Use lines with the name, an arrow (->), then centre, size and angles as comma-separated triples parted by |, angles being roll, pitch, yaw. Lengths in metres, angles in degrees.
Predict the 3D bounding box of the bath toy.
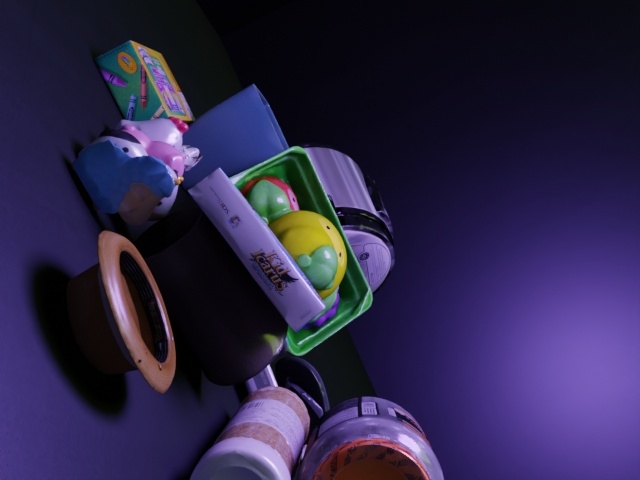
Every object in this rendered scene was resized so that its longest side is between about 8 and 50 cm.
bath toy -> -0.271, -0.123, 1.300 | 0.151, 0.129, 0.348 | 63, 4, -17

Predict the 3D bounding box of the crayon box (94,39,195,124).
crayon box -> -0.346, -0.299, 1.681 | 0.165, 0.081, 0.278 | 64, 5, -6

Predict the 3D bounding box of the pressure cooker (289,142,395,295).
pressure cooker -> -0.005, 0.003, 2.179 | 0.370, 0.375, 0.420 | 21, 34, -36

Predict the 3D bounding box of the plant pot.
plant pot -> -0.201, -0.199, 1.817 | 0.165, 0.234, 0.165 | 37, 29, -81

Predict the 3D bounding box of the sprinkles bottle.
sprinkles bottle -> -0.086, 0.294, 1.149 | 0.121, 0.121, 0.355 | 64, 5, 0

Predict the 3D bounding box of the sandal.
sandal -> -0.025, 0.358, 1.742 | 0.054, 0.097, 0.254 | -8, 70, -57

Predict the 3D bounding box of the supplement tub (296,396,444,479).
supplement tub -> 0.067, 0.327, 1.145 | 0.316, 0.194, 0.193 | 53, 12, -86

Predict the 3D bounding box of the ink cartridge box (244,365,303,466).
ink cartridge box -> -0.092, 0.323, 1.520 | 0.232, 0.066, 0.189 | 108, -39, -65

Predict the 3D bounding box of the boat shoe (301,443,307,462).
boat shoe -> 0.046, 0.512, 1.612 | 0.098, 0.096, 0.277 | 62, 5, -65

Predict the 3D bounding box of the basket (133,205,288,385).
basket -> -0.172, 0.074, 1.255 | 0.227, 0.154, 0.204 | 58, 2, -25

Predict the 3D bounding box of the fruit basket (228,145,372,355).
fruit basket -> -0.042, 0.020, 1.590 | 0.392, 0.283, 0.392 | 27, -47, 34

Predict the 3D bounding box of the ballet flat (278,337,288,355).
ballet flat -> -0.169, 0.107, 1.451 | 0.280, 0.096, 0.095 | 55, -36, -6

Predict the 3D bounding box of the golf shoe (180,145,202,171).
golf shoe -> -0.285, -0.168, 1.643 | 0.176, 0.086, 0.069 | -40, 107, -84

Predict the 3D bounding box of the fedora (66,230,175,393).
fedora -> -0.229, 0.087, 0.937 | 0.194, 0.079, 0.194 | -19, 90, -87

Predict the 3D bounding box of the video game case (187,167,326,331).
video game case -> -0.087, 0.019, 1.258 | 0.244, 0.061, 0.269 | 51, -3, 2
